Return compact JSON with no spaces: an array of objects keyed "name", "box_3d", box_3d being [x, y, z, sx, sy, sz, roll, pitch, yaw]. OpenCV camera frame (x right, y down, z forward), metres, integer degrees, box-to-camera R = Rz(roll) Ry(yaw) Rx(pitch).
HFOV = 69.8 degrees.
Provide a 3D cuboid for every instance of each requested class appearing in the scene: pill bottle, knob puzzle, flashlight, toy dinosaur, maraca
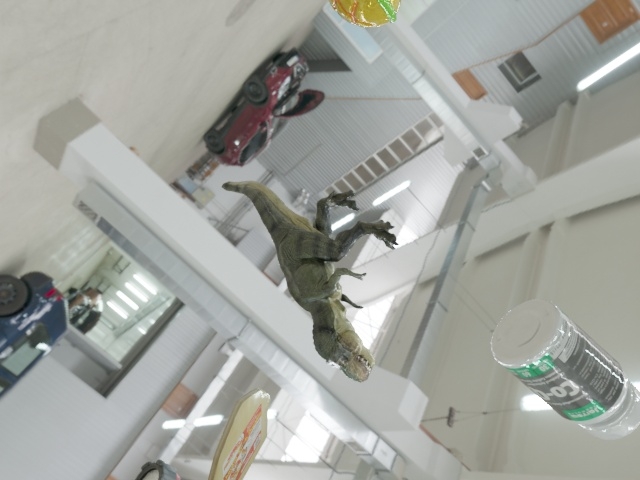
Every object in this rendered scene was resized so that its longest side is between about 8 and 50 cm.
[{"name":"pill bottle","box_3d":[0.636,0.334,1.177,0.204,0.361,0.204,-48,-170,11]},{"name":"knob puzzle","box_3d":[-0.135,0.319,0.732,0.213,0.029,0.213,16,90,-74]},{"name":"flashlight","box_3d":[-0.293,0.608,1.035,0.103,0.304,0.103,-40,-148,-6]},{"name":"toy dinosaur","box_3d":[0.000,0.000,0.458,0.118,0.268,0.064,-28,149,-9]},{"name":"maraca","box_3d":[0.049,-0.373,0.652,0.099,0.127,0.186,-40,-126,15]}]
